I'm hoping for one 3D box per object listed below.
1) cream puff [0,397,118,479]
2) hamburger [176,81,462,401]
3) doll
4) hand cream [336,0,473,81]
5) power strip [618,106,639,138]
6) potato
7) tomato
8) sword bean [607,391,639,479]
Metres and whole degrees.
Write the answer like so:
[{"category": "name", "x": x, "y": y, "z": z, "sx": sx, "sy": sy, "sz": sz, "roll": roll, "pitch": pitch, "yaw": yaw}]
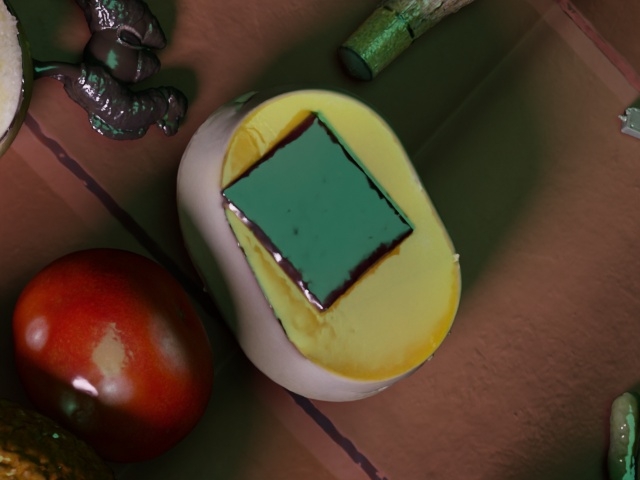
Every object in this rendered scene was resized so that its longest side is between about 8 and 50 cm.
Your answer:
[{"category": "cream puff", "x": -0.274, "y": 0.248, "z": 1.465, "sx": 0.303, "sy": 0.212, "sz": 0.303, "roll": 2, "pitch": 115, "yaw": 4}, {"category": "hamburger", "x": 0.000, "y": 0.000, "z": 1.673, "sx": 0.227, "sy": 0.151, "sz": 0.295, "roll": -26, "pitch": 95, "yaw": -18}, {"category": "doll", "x": -0.188, "y": -0.163, "z": 1.689, "sx": 0.165, "sy": 0.057, "sz": 0.139, "roll": 26, "pitch": 68, "yaw": -22}, {"category": "hand cream", "x": 0.096, "y": -0.228, "z": 1.805, "sx": 0.084, "sy": 0.084, "sz": 0.203, "roll": 45, "pitch": 74, "yaw": -6}, {"category": "power strip", "x": 0.338, "y": -0.113, "z": 1.894, "sx": 0.083, "sy": 0.017, "sz": 0.027, "roll": 19, "pitch": 71, "yaw": -16}, {"category": "potato", "x": -0.309, "y": -0.126, "z": 1.602, "sx": 0.182, "sy": 0.117, "sz": 0.202, "roll": -13, "pitch": 79, "yaw": 17}, {"category": "tomato", "x": -0.169, "y": 0.094, "z": 1.559, "sx": 0.136, "sy": 0.195, "sz": 0.195, "roll": -29, "pitch": 89, "yaw": 9}, {"category": "sword bean", "x": 0.295, "y": 0.277, "z": 1.777, "sx": 0.043, "sy": 0.038, "sz": 0.269, "roll": 9, "pitch": 74, "yaw": -31}]
